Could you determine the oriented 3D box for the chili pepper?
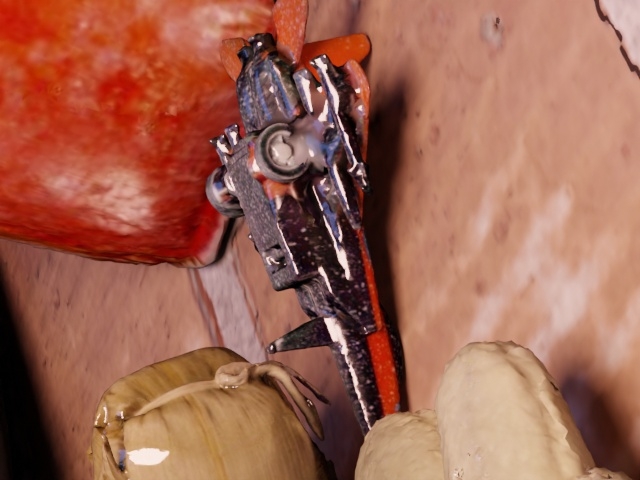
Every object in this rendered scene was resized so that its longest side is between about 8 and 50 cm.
[{"bbox_3d":[-0.174,-0.128,0.860,0.251,0.305,0.229,-66,27,23],"label":"chili pepper"}]

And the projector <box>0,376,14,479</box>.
[{"bbox_3d":[-0.322,0.219,1.175,0.405,0.242,0.395,-114,33,-54],"label":"projector"}]

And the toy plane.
[{"bbox_3d":[-0.003,0.000,0.732,0.130,0.061,0.189,-30,66,61],"label":"toy plane"}]

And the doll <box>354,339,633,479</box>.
[{"bbox_3d":[0.050,0.140,0.569,0.175,0.149,0.278,56,171,-11],"label":"doll"}]

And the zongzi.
[{"bbox_3d":[-0.044,0.122,0.771,0.197,0.099,0.194,-137,31,-68],"label":"zongzi"}]
